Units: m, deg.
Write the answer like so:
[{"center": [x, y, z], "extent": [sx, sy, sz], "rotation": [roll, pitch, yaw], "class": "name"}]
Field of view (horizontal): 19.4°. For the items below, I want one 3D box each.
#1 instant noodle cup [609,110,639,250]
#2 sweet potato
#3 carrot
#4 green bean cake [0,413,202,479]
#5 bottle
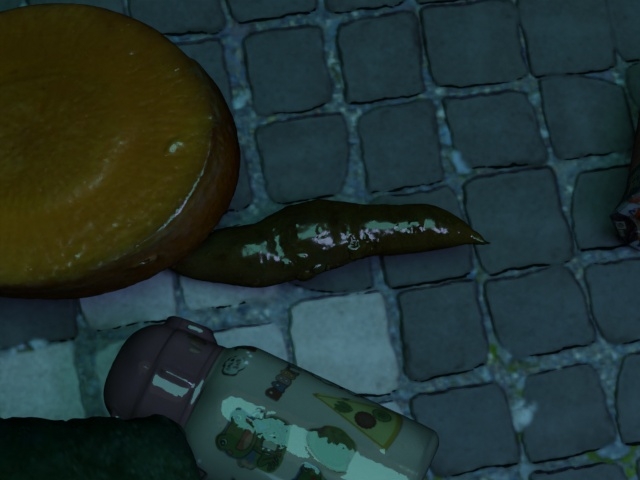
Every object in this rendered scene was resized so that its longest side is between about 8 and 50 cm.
[{"center": [0.308, -0.069, 1.549], "extent": [0.127, 0.127, 0.135], "rotation": [9, 61, -1], "class": "instant noodle cup"}, {"center": [0.000, 0.000, 1.521], "extent": [0.274, 0.067, 0.067], "rotation": [-6, 71, -3], "class": "sweet potato"}, {"center": [-0.220, -0.068, 1.500], "extent": [0.307, 0.100, 0.258], "rotation": [-2, 63, 11], "class": "carrot"}, {"center": [-0.214, 0.278, 1.284], "extent": [0.308, 0.169, 0.300], "rotation": [7, 66, -46], "class": "green bean cake"}, {"center": [-0.044, 0.146, 1.436], "extent": [0.253, 0.120, 0.120], "rotation": [26, 70, 4], "class": "bottle"}]
